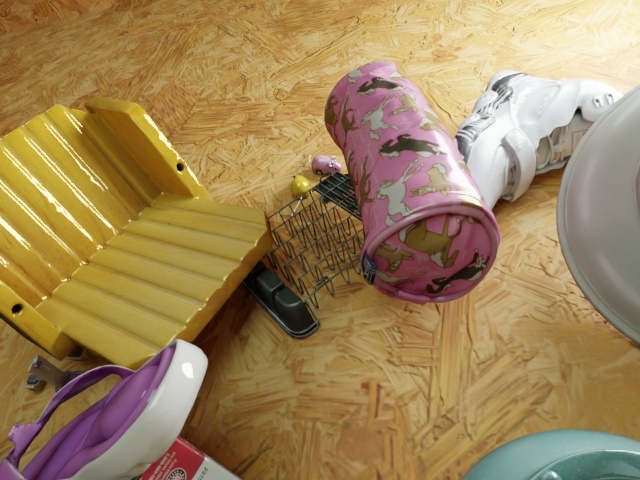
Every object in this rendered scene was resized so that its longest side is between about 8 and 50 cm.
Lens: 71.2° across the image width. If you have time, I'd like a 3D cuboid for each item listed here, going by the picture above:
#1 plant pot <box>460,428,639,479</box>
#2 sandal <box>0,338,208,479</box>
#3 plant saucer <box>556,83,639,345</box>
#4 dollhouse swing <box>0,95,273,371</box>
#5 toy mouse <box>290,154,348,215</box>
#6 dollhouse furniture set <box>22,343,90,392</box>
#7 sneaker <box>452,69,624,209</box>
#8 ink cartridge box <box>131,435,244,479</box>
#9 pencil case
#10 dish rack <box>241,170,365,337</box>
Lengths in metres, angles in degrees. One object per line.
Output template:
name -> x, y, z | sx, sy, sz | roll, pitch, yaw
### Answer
plant pot -> 0.216, 0.269, 0.320 | 0.292, 0.196, 0.293 | -10, 48, 11
sandal -> -0.273, 0.208, 0.488 | 0.416, 0.102, 0.169 | -39, 20, 25
plant saucer -> 0.462, -0.050, 0.463 | 0.400, 0.100, 0.401 | -11, 70, 33
dollhouse swing -> -0.302, -0.034, 0.633 | 0.304, 0.315, 0.347 | -2, 41, 45
toy mouse -> 0.010, -0.125, 0.851 | 0.143, 0.031, 0.161 | -10, 47, 10
dollhouse furniture set -> -0.414, 0.168, 0.698 | 0.090, 0.081, 0.114 | -3, 49, 16
sneaker -> 0.332, -0.143, 0.685 | 0.210, 0.137, 0.366 | 13, 52, 30
ink cartridge box -> -0.118, 0.285, 0.429 | 0.127, 0.175, 0.072 | -57, 14, -29
pencil case -> 0.102, -0.099, 0.619 | 0.167, 0.160, 0.386 | -23, 43, 14
dish rack -> 0.000, 0.000, 0.720 | 0.271, 0.074, 0.208 | -37, 50, -18
